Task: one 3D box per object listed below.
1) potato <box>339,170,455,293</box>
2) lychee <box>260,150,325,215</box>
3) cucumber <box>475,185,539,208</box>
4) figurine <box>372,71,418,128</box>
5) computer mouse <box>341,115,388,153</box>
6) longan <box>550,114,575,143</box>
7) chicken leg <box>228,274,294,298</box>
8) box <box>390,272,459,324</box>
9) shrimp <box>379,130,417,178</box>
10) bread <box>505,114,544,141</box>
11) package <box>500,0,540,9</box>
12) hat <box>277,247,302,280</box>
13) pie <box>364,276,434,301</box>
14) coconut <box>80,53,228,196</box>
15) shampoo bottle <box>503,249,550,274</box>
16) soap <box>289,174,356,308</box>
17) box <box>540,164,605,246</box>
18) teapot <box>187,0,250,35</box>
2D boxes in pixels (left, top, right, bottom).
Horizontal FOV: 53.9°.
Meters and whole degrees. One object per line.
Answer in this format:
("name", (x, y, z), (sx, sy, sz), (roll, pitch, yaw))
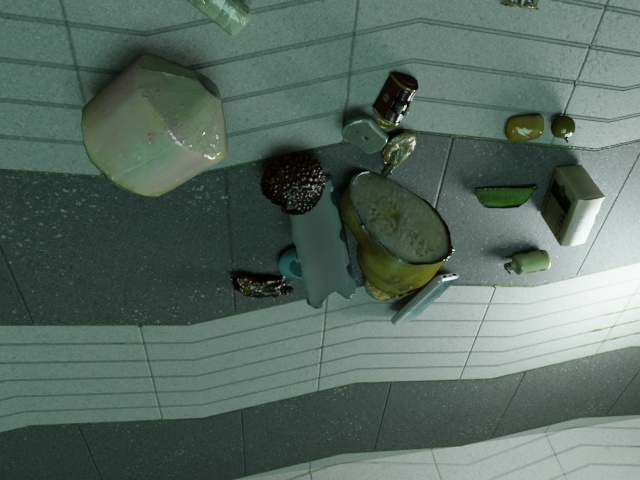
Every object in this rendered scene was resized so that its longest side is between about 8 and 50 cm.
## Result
("potato", (0.186, 0.017, 1.944), (0.397, 0.289, 0.296), (22, 139, -19))
("lychee", (-0.072, -0.163, 1.756), (0.188, 0.188, 0.188), (-8, 136, -7))
("cucumber", (0.607, -0.136, 2.042), (0.220, 0.070, 0.046), (-4, 165, -9))
("figurine", (0.205, -0.358, 1.679), (0.082, 0.098, 0.154), (6, 130, -26))
("computer mouse", (0.126, -0.299, 1.746), (0.089, 0.056, 0.182), (-28, 146, 27))
("longan", (0.719, -0.327, 1.859), (0.075, 0.083, 0.075), (-14, 176, -1))
("chicken leg", (-0.199, 0.152, 2.121), (0.234, 0.063, 0.105), (2, 130, -15))
("box", (0.384, 0.216, 2.326), (0.142, 0.044, 0.285), (-4, 143, -47))
("shrimp", (0.217, -0.247, 1.824), (0.099, 0.041, 0.180), (-10, 147, -35))
("bread", (0.604, -0.325, 1.847), (0.115, 0.056, 0.082), (-5, 135, -10))
("package", (0.511, -0.621, 1.535), (0.108, 0.031, 0.120), (3, 134, -18))
("hat", (-0.043, 0.071, 2.075), (0.191, 0.078, 0.138), (-1, 132, 14))
("pie", (0.285, 0.123, 2.228), (0.274, 0.055, 0.274), (-12, 137, -11))
("coconut", (-0.370, -0.279, 1.484), (0.310, 0.297, 0.297), (-28, 135, 17))
("shampoo bottle", (0.748, 0.083, 2.290), (0.162, 0.079, 0.079), (-9, 137, -5))
("soap", (0.000, 0.000, 1.854), (0.159, 0.302, 0.257), (-12, 134, 2))
("box", (0.813, -0.112, 2.041), (0.095, 0.168, 0.212), (-9, 136, -8))
("teapot", (-0.250, -0.531, 1.370), (0.077, 0.107, 0.200), (-37, 132, 26))
